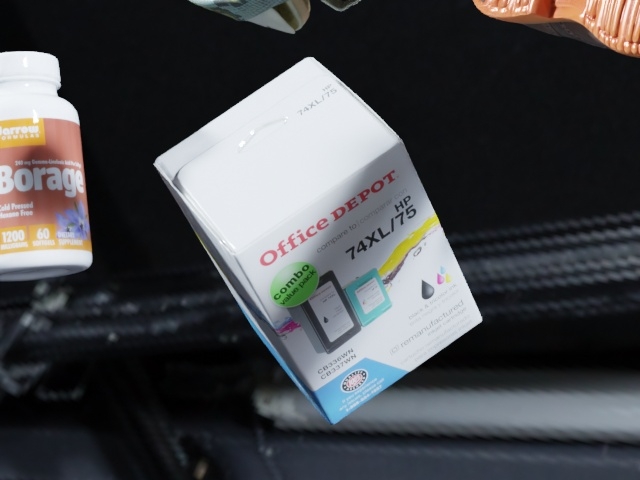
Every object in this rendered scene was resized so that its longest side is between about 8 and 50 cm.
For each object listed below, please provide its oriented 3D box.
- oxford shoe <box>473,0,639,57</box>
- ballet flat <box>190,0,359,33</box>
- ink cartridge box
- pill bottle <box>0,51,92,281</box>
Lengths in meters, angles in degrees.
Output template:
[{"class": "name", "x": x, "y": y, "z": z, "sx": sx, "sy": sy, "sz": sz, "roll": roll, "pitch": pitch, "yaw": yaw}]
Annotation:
[{"class": "oxford shoe", "x": 0.297, "y": -0.229, "z": 1.458, "sx": 0.132, "sy": 0.130, "sz": 0.363, "roll": 14, "pitch": 8, "yaw": -35}, {"class": "ballet flat", "x": -0.013, "y": -0.212, "z": 1.280, "sx": 0.221, "sy": 0.077, "sz": 0.079, "roll": -13, "pitch": -51, "yaw": 36}, {"class": "ink cartridge box", "x": 0.000, "y": 0.000, "z": 1.607, "sx": 0.197, "sy": 0.198, "sz": 0.270, "roll": 48, "pitch": -10, "yaw": 48}, {"class": "pill bottle", "x": -0.297, "y": -0.073, "z": 1.587, "sx": 0.121, "sy": 0.216, "sz": 0.121, "roll": -7, "pitch": -7, "yaw": -1}]
